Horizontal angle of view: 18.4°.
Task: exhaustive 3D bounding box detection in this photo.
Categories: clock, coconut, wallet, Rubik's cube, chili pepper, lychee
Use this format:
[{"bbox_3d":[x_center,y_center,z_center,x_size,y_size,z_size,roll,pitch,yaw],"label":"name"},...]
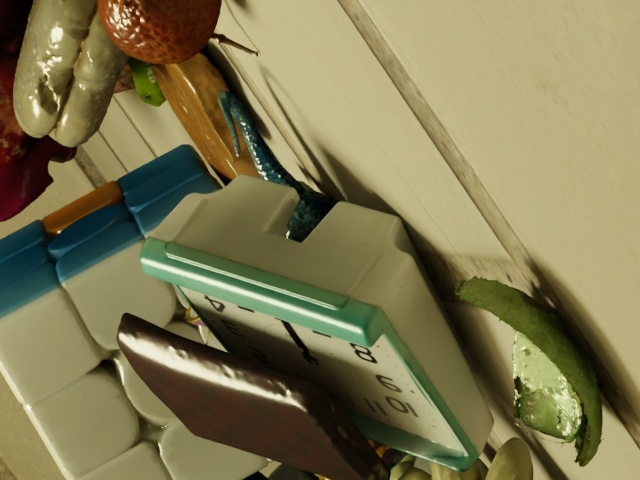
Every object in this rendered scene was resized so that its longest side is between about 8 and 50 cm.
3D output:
[{"bbox_3d":[0.010,0.065,1.678,0.262,0.116,0.231,17,153,39],"label":"clock"},{"bbox_3d":[0.152,0.089,1.332,0.133,0.055,0.158,47,171,30],"label":"coconut"},{"bbox_3d":[-0.057,0.145,1.731,0.229,0.049,0.182,16,154,36],"label":"wallet"},{"bbox_3d":[-0.183,0.103,2.118,0.291,0.290,0.292,62,175,-17],"label":"Rubik's cube"},{"bbox_3d":[-0.178,-0.181,2.086,0.050,0.052,0.202,39,169,10],"label":"chili pepper"},{"bbox_3d":[-0.126,-0.188,1.595,0.114,0.101,0.140,53,172,13],"label":"lychee"}]

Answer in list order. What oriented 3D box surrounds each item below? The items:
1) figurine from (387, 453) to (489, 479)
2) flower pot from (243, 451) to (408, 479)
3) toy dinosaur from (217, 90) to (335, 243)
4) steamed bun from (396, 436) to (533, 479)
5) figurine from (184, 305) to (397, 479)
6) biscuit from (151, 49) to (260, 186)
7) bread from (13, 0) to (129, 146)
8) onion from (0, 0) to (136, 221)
[{"bbox_3d":[0.146,0.270,1.898,0.197,0.147,0.093,47,127,3],"label":"figurine"},{"bbox_3d":[0.022,0.363,2.301,0.283,0.299,0.299,48,171,11],"label":"flower pot"},{"bbox_3d":[-0.003,0.002,1.792,0.363,0.076,0.147,53,159,-21],"label":"toy dinosaur"},{"bbox_3d":[0.159,0.315,1.691,0.428,0.247,0.189,27,169,38],"label":"steamed bun"},{"bbox_3d":[-0.007,0.126,1.935,0.263,0.189,0.142,44,-168,-15],"label":"figurine"},{"bbox_3d":[-0.109,-0.125,1.945,0.202,0.044,0.289,52,170,28],"label":"biscuit"},{"bbox_3d":[-0.247,-0.187,1.942,0.102,0.183,0.337,17,180,-12],"label":"bread"},{"bbox_3d":[-0.394,-0.204,2.328,0.420,0.398,0.398,4,136,42],"label":"onion"}]
